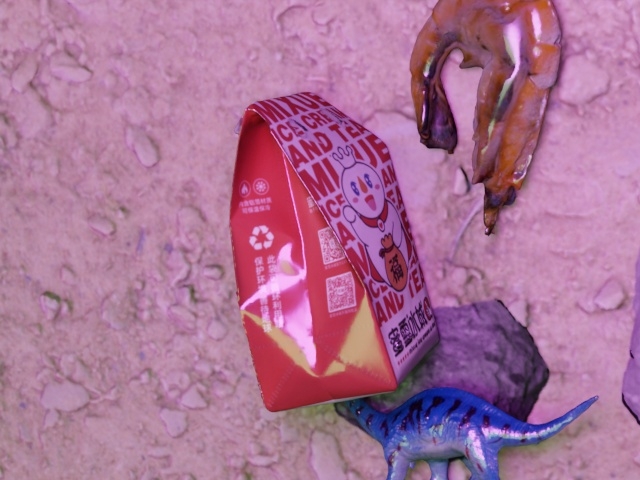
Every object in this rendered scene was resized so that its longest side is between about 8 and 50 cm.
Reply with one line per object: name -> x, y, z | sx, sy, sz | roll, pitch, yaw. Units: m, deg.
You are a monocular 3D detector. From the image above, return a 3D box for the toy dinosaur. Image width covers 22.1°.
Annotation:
toy dinosaur -> 0.125, 0.204, 1.654 | 0.329, 0.076, 0.144 | 5, 100, 33

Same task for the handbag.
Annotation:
handbag -> 0.000, 0.000, 1.590 | 0.151, 0.171, 0.298 | -11, 101, 22

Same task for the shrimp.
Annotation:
shrimp -> 0.143, -0.135, 1.554 | 0.145, 0.059, 0.254 | 22, 112, 19
